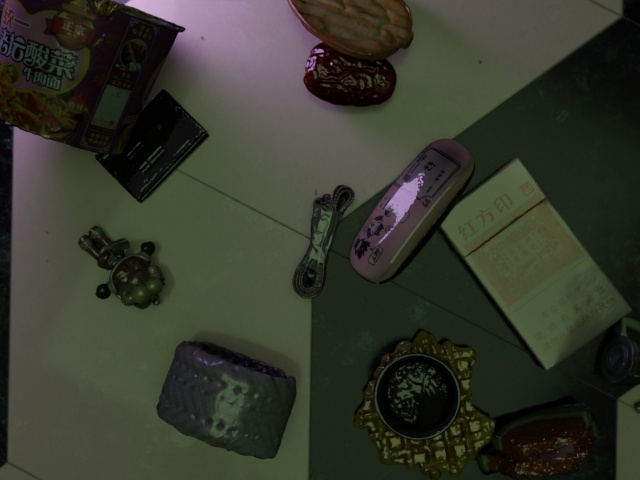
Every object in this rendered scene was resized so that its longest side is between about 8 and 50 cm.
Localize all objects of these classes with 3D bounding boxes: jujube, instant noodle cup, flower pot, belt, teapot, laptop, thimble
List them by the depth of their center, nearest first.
[{"bbox_3d":[-0.443,-0.319,1.675,0.340,0.340,0.266,20,98,1],"label":"instant noodle cup"},{"bbox_3d":[0.180,0.283,1.705,0.157,0.107,0.157,-1,85,7],"label":"flower pot"},{"bbox_3d":[-0.172,0.290,1.711,0.245,0.217,0.157,19,86,17],"label":"thimble"},{"bbox_3d":[0.599,0.220,1.755,0.091,0.092,0.124,18,99,-22],"label":"teapot"},{"bbox_3d":[0.057,-0.313,1.759,0.176,0.109,0.112,13,124,-1],"label":"jujube"},{"bbox_3d":[0.000,0.000,1.785,0.071,0.053,0.232,19,90,2],"label":"belt"},{"bbox_3d":[-0.331,-0.186,1.811,0.135,0.016,0.197,44,90,2],"label":"laptop"}]

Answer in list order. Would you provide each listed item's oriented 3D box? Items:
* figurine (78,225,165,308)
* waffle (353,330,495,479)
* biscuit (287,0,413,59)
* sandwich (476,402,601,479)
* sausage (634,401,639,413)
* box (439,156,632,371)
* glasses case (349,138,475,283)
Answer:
[{"bbox_3d":[-0.380,0.051,1.772,0.197,0.093,0.147,43,75,2],"label":"figurine"},{"bbox_3d":[0.212,0.322,1.779,0.291,0.051,0.291,0,88,1],"label":"waffle"},{"bbox_3d":[0.055,-0.428,1.756,0.260,0.041,0.203,25,58,8],"label":"biscuit"},{"bbox_3d":[0.405,0.378,1.728,0.235,0.159,0.079,-16,97,14],"label":"sandwich"},{"bbox_3d":[0.671,0.302,1.783,0.132,0.024,0.024,-21,89,2],"label":"sausage"},{"bbox_3d":[0.405,0.045,1.776,0.204,0.051,0.365,-37,88,2],"label":"box"},{"bbox_3d":[0.172,-0.056,1.751,0.314,0.075,0.122,-52,50,1],"label":"glasses case"}]
